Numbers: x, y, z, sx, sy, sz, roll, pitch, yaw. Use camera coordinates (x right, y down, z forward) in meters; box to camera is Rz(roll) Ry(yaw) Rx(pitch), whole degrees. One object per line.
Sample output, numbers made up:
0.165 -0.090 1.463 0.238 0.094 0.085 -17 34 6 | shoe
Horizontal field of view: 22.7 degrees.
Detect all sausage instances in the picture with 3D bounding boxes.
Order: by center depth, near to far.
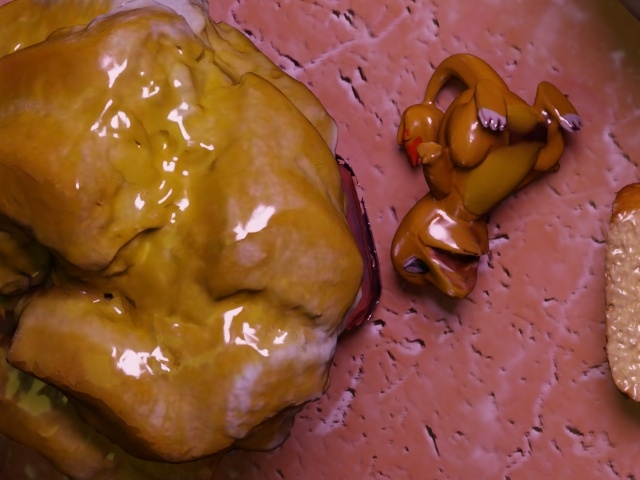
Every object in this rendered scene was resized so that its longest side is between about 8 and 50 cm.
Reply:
0.000 0.000 1.168 0.076 0.076 0.141 -12 95 26 | sausage

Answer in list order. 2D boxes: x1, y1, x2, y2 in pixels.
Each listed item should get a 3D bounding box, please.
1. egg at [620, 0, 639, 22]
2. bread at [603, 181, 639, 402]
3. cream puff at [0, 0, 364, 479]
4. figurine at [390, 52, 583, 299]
0.257 -0.239 0.906 0.258 0.258 0.352 -27 85 26 | egg
0.244 0.045 1.070 0.103 0.065 0.187 2 101 19 | bread
-0.162 -0.002 1.094 0.378 0.275 0.378 8 100 56 | cream puff
0.092 -0.049 1.118 0.122 0.121 0.176 51 129 41 | figurine
